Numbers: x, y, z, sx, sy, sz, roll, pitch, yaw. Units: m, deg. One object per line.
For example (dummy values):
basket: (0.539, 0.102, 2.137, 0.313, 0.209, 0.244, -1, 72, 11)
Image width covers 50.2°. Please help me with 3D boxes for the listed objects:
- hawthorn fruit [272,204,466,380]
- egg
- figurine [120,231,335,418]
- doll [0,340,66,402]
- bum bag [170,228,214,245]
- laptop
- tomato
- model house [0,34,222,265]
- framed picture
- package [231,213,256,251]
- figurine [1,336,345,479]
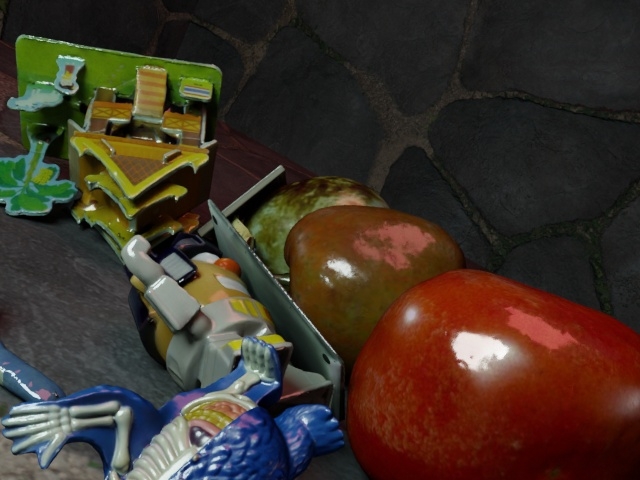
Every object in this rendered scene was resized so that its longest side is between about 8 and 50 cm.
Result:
hawthorn fruit: (0.054, 0.070, 0.992, 0.300, 0.268, 0.268, 12, 14, -8)
egg: (0.000, 0.000, 1.237, 0.289, 0.238, 0.238, 9, 9, 13)
figurine: (-0.123, 0.100, 0.773, 0.308, 0.143, 0.308, 46, -23, 25)
doll: (-0.284, 0.126, 0.637, 0.125, 0.027, 0.037, 32, 14, 14)
bum bag: (-0.303, -0.056, 1.243, 0.248, 0.069, 0.102, 29, -22, 18)
laptop: (-0.054, 0.087, 0.829, 0.269, 0.015, 0.188, 48, -21, 27)
tomato: (0.201, 0.182, 0.750, 0.325, 0.293, 0.290, 28, 12, -12)
model house: (-0.342, -0.134, 1.064, 0.357, 0.242, 0.313, 9, 38, -13)
framed picture: (-0.137, -0.065, 1.256, 0.016, 0.184, 0.250, 51, -3, -1)
package: (-0.142, 0.024, 1.143, 0.031, 0.108, 0.121, 11, 17, -24)
figurine: (-0.106, 0.184, 0.522, 0.262, 0.121, 0.164, -13, 49, -39)
